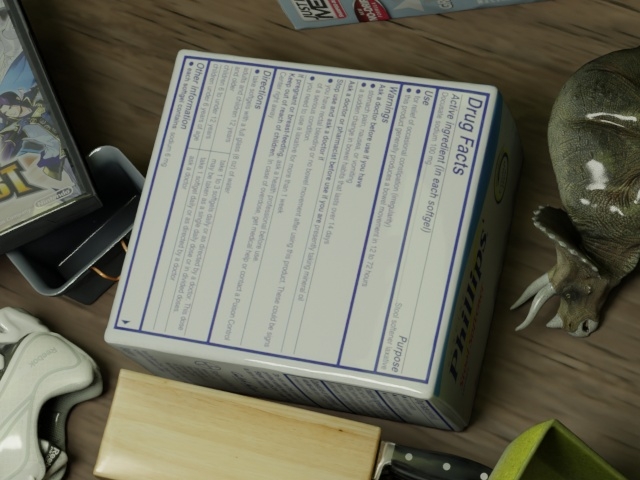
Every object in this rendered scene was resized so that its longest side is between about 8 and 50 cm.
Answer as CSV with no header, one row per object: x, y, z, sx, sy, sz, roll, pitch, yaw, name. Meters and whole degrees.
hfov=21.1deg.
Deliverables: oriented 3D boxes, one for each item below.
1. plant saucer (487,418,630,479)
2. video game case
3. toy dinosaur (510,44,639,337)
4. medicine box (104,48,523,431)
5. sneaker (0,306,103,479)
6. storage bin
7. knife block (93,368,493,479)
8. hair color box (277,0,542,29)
0.159,0.244,1.318,0.045,0.188,0.188,23,78,45,plant saucer
-0.359,-0.078,1.519,0.274,0.035,0.248,-25,65,0,video game case
0.251,-0.078,1.421,0.160,0.121,0.314,5,77,2,toy dinosaur
0.000,0.000,1.445,0.289,0.149,0.264,9,75,17,medicine box
-0.294,0.205,1.485,0.118,0.110,0.292,25,81,12,sneaker
-0.196,-0.001,1.528,0.135,0.091,0.098,-43,67,-1,storage bin
-0.003,0.182,1.343,0.242,0.275,0.088,-3,68,45,knife block
0.141,-0.313,1.530,0.374,0.113,0.185,-5,71,14,hair color box
